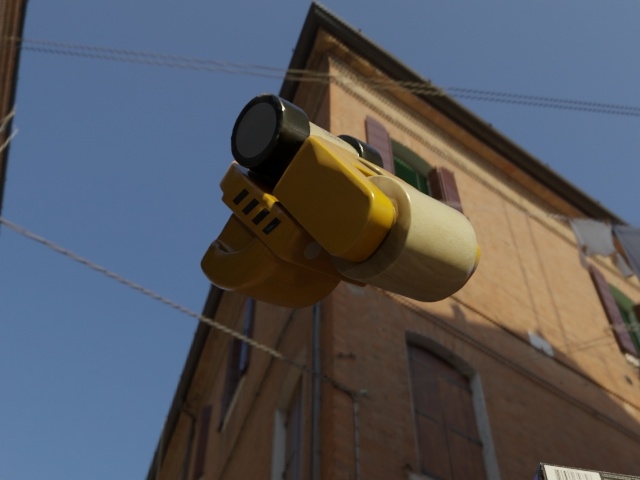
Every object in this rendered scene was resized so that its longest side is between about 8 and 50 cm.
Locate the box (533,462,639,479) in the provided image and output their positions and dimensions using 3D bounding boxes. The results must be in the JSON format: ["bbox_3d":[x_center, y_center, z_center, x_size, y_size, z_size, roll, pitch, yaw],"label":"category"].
[{"bbox_3d":[0.194,0.234,0.591,0.116,0.029,0.162,9,-60,-3],"label":"box"}]

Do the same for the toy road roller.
[{"bbox_3d":[0.000,0.000,0.977,0.202,0.329,0.240,20,-74,-45],"label":"toy road roller"}]
